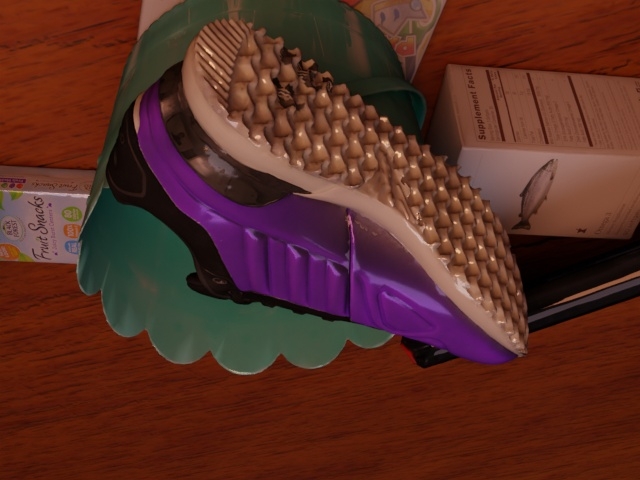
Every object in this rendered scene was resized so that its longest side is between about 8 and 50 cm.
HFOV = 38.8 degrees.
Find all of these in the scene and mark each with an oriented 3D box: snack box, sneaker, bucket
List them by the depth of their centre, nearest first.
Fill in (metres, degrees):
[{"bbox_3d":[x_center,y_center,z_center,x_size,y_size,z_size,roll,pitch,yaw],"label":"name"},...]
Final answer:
[{"bbox_3d":[0.000,-0.001,0.550,0.293,0.102,0.146,36,129,-29],"label":"sneaker"},{"bbox_3d":[-0.041,-0.045,0.699,0.281,0.183,0.281,-1,139,-1],"label":"bucket"},{"bbox_3d":[-0.239,-0.021,0.858,0.141,0.037,0.100,3,137,-8],"label":"snack box"}]

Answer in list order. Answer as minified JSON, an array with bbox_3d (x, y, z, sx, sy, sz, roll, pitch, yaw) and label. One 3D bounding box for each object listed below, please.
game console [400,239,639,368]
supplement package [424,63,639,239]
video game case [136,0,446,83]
[{"bbox_3d":[0.285,0.017,0.796,0.386,0.060,0.342,-23,169,20],"label":"game console"},{"bbox_3d":[0.188,-0.074,0.780,0.179,0.105,0.105,2,140,-6],"label":"supplement package"},{"bbox_3d":[-0.011,-0.208,0.673,0.227,0.026,0.206,8,138,-13],"label":"video game case"}]
